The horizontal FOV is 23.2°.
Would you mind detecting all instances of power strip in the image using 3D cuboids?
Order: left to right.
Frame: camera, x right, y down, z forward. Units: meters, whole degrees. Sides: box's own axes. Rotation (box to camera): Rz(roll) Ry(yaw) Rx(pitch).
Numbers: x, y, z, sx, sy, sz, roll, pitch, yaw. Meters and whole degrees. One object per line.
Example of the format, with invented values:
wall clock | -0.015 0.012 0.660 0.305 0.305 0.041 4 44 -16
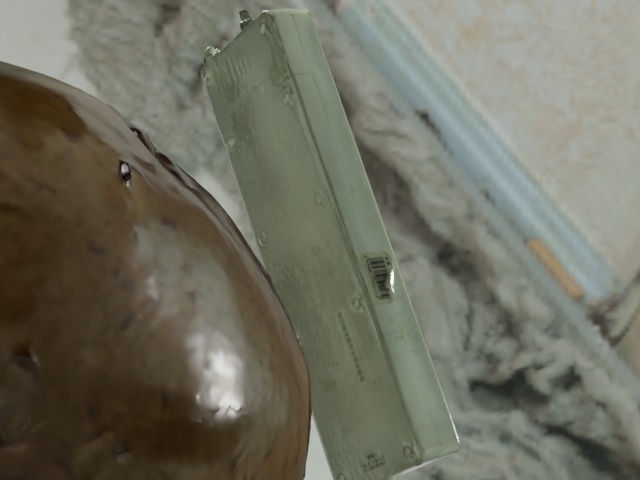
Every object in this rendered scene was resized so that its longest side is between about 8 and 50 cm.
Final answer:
power strip | 0.000 0.000 1.104 0.106 0.043 0.367 -32 -108 49

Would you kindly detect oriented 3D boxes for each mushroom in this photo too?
mushroom | -0.197 0.059 0.746 0.356 0.334 0.331 -28 -76 23
